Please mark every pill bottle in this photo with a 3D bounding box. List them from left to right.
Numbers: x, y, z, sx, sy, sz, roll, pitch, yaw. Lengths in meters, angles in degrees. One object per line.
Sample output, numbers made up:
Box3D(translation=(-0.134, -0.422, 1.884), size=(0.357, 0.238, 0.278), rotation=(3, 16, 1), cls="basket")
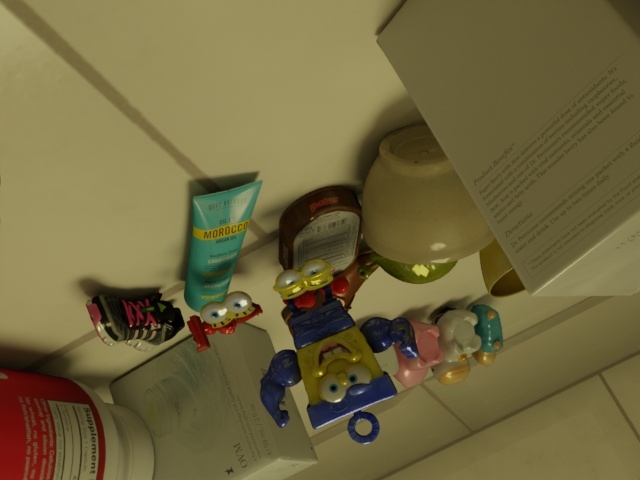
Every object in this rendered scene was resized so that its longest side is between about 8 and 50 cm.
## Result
Box3D(translation=(-0.399, 0.269, 0.879), size=(0.229, 0.229, 0.408), rotation=(-33, 152, 16), cls="pill bottle")

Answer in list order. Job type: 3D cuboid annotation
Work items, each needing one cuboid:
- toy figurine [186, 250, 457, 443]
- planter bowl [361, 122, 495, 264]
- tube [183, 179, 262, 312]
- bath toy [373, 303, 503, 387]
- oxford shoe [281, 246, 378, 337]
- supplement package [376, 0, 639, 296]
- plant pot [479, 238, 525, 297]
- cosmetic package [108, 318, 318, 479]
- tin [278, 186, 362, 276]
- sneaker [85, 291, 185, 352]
Box3D(translation=(0.044, 0.134, 0.900), size=(0.363, 0.217, 0.191), rotation=(-21, 168, -3), cls="toy figurine")
Box3D(translation=(0.119, -0.065, 0.818), size=(0.162, 0.162, 0.109), rotation=(-19, 125, -11), cls="planter bowl")
Box3D(translation=(-0.122, 0.007, 0.847), size=(0.080, 0.052, 0.207), rotation=(-21, 150, -31), cls="tube")
Box3D(translation=(0.180, 0.208, 1.367), size=(0.348, 0.151, 0.129), rotation=(-5, -178, -32), cls="bath toy")
Box3D(translation=(0.027, 0.087, 1.074), size=(0.076, 0.076, 0.212), rotation=(5, 139, -41), cls="oxford shoe")
Box3D(translation=(0.213, -0.120, 0.618), size=(0.175, 0.292, 0.177), rotation=(3, 142, -41), cls="supplement package")
Box3D(translation=(0.304, 0.015, 1.147), size=(0.134, 0.095, 0.134), rotation=(-19, 152, -10), cls="plant pot")
Box3D(translation=(-0.162, 0.271, 1.078), size=(0.225, 0.224, 0.138), rotation=(-32, 152, 12), cls="cosmetic package")
Box3D(translation=(0.000, 0.000, 0.941), size=(0.106, 0.040, 0.189), rotation=(-14, 151, -11), cls="tin")
Box3D(translation=(-0.221, 0.093, 0.896), size=(0.075, 0.063, 0.170), rotation=(-28, 158, 6), cls="sneaker")
